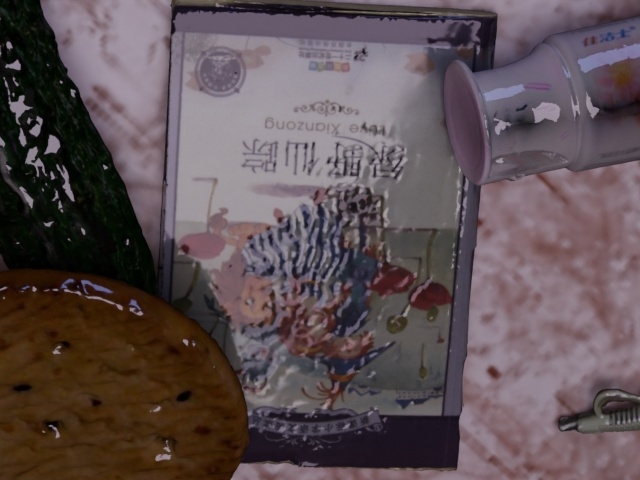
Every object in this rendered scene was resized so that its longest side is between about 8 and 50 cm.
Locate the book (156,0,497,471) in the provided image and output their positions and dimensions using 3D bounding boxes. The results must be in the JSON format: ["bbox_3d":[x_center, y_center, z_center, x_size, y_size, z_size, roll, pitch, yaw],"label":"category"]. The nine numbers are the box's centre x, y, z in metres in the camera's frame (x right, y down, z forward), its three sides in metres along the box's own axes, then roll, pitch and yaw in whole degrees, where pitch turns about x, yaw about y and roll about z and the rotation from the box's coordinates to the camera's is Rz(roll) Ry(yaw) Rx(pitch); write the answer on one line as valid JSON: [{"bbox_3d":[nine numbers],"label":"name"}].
[{"bbox_3d":[0.000,0.000,0.930,0.157,0.026,0.231,2,105,-7],"label":"book"}]

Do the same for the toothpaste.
[{"bbox_3d":[0.220,-0.086,0.912,0.323,0.066,0.100,-11,104,-11],"label":"toothpaste"}]

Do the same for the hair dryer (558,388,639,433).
[{"bbox_3d":[0.246,0.099,0.971,0.199,0.067,0.167,-28,127,27],"label":"hair dryer"}]

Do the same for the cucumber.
[{"bbox_3d":[-0.140,-0.056,0.873,0.077,0.077,0.265,-22,106,0],"label":"cucumber"}]

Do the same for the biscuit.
[{"bbox_3d":[-0.126,0.082,0.903,0.187,0.027,0.188,0,131,0],"label":"biscuit"}]
